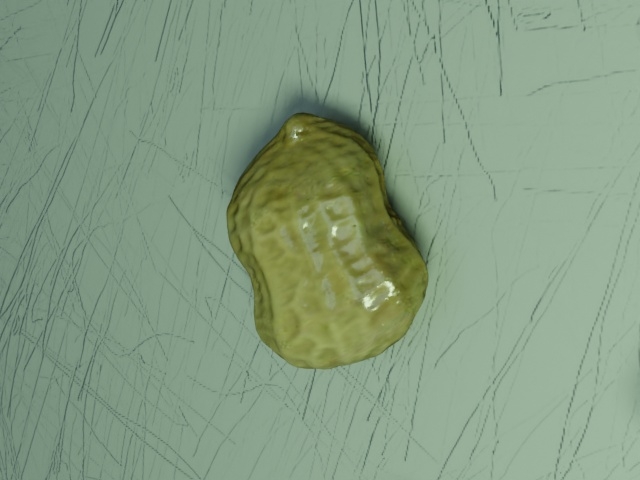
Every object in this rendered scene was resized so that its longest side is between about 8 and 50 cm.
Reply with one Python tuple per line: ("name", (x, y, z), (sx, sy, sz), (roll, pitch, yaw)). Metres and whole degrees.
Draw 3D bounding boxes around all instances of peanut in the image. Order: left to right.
("peanut", (0.000, 0.000, 1.022), (0.196, 0.110, 0.233), (-25, 84, 41))
